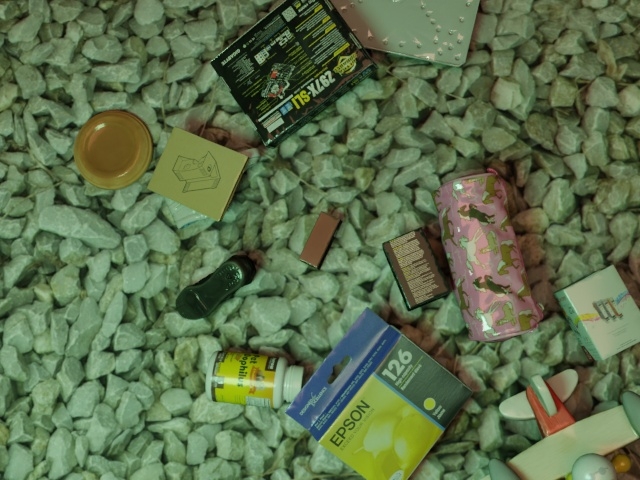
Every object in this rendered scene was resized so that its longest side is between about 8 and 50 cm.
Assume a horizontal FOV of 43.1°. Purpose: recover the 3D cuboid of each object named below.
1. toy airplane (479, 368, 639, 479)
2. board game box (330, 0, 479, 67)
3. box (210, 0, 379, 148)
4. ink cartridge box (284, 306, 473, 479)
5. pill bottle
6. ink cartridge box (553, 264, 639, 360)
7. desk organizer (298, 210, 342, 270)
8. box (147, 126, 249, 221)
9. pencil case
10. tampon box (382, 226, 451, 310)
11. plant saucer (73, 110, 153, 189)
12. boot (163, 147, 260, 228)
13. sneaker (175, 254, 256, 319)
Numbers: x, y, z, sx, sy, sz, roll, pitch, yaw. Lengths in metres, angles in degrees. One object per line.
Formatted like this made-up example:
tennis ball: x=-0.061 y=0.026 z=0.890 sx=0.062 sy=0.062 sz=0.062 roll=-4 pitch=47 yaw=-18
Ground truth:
toy airplane: x=0.540 y=0.451 z=1.692 sx=0.384 sy=0.272 sz=0.386 roll=19 pitch=84 yaw=7
board game box: x=0.200 y=-0.637 z=1.980 sx=0.389 sy=0.050 sz=0.390 roll=13 pitch=83 yaw=7
box: x=-0.066 y=-0.415 z=1.925 sx=0.322 sy=0.079 sz=0.257 roll=-37 pitch=82 yaw=12
ink cartridge box: x=0.133 y=0.359 z=1.795 sx=0.307 sy=0.072 sz=0.304 roll=39 pitch=88 yaw=-14
pill bottle: x=-0.146 y=0.317 z=1.842 sx=0.215 sy=0.117 sz=0.117 roll=5 pitch=83 yaw=5
ink cartridge box: x=0.622 y=0.161 z=1.797 sx=0.127 sy=0.128 sz=0.176 roll=-26 pitch=80 yaw=1
desk organizer: x=0.000 y=0.000 z=1.910 sx=0.050 sy=0.047 sz=0.130 roll=25 pitch=85 yaw=10
box: x=-0.285 y=-0.156 z=1.883 sx=0.201 sy=0.021 sz=0.164 roll=24 pitch=91 yaw=15
pencil case: x=0.372 y=0.034 z=1.822 sx=0.167 sy=0.160 sz=0.386 roll=-9 pitch=79 yaw=-30
tampon box: x=0.216 y=0.067 z=1.846 sx=0.101 sy=0.120 sz=0.161 roll=-22 pitch=81 yaw=2
plant saucer: x=-0.512 y=-0.225 z=1.986 sx=0.200 sy=0.037 sz=0.200 roll=-1 pitch=82 yaw=4
boot: x=-0.244 y=-0.119 z=1.932 sx=0.258 sy=0.095 sz=0.123 roll=-23 pitch=87 yaw=9
sneaker: x=-0.236 y=0.107 z=1.903 sx=0.227 sy=0.130 sz=0.087 roll=-38 pitch=85 yaw=27
